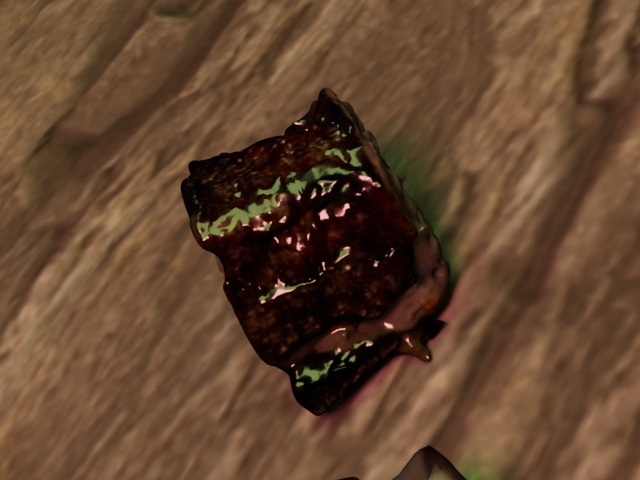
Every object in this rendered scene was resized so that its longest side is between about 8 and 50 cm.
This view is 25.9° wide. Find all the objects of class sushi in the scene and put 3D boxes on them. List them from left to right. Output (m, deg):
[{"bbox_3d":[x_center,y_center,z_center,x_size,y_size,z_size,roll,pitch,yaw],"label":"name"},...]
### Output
[{"bbox_3d":[-0.001,-0.001,0.553,0.084,0.094,0.098,-29,36,3],"label":"sushi"}]

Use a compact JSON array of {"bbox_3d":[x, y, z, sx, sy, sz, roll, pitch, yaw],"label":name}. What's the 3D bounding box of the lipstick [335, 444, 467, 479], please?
[{"bbox_3d":[-0.109,0.216,0.429,0.418,0.077,0.077,-40,41,-8],"label":"lipstick"}]
